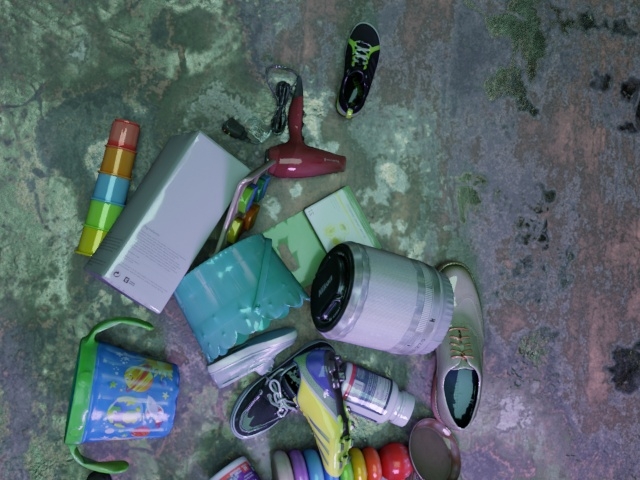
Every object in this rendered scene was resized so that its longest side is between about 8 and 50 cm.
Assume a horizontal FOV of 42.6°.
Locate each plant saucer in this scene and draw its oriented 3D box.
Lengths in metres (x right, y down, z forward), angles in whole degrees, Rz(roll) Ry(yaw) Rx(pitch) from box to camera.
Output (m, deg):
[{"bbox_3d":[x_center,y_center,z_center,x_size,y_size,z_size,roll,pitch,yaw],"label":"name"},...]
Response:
[{"bbox_3d":[0.264,0.506,1.939,0.168,0.029,0.169,20,54,-31],"label":"plant saucer"}]

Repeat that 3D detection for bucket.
[{"bbox_3d":[-0.178,0.122,1.802,0.281,0.281,0.183,-32,86,-5],"label":"bucket"}]

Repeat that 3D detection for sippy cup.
[{"bbox_3d":[-0.433,0.341,1.812,0.224,0.240,0.306,9,129,-17],"label":"sippy cup"}]

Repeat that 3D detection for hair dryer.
[{"bbox_3d":[-0.059,-0.250,1.898,0.293,0.080,0.224,42,86,-6],"label":"hair dryer"}]

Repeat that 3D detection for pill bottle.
[{"bbox_3d":[-0.163,0.601,1.869,0.108,0.108,0.193,-37,77,-4],"label":"pill bottle"},{"bbox_3d":[0.123,0.365,1.920,0.180,0.108,0.108,24,89,-6],"label":"pill bottle"}]

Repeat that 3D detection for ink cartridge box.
[{"bbox_3d":[0.000,0.000,1.925,0.235,0.056,0.171,-29,95,-7],"label":"ink cartridge box"}]

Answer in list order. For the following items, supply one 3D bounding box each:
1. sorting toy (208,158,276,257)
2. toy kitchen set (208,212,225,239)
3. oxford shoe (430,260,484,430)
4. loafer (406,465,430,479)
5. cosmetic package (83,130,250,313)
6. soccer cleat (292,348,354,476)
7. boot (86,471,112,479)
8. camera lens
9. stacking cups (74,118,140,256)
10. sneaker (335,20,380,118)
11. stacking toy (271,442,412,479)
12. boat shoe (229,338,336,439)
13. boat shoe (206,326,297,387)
[{"bbox_3d":[-0.164,-0.070,1.804,0.038,0.193,0.208,28,113,5],"label":"sorting toy"},{"bbox_3d":[-0.259,-0.039,1.906,0.083,0.075,0.068,-3,96,-46],"label":"toy kitchen set"},{"bbox_3d":[0.331,0.247,1.918,0.140,0.146,0.397,-4,90,-4],"label":"oxford shoe"},{"bbox_3d":[0.230,0.596,1.969,0.056,0.050,0.148,10,106,-12],"label":"loafer"},{"bbox_3d":[-0.333,-0.045,1.772,0.155,0.197,0.366,38,77,-24],"label":"cosmetic package"},{"bbox_3d":[0.002,0.384,1.834,0.121,0.093,0.289,-5,96,20],"label":"soccer cleat"},{"bbox_3d":[-0.515,0.648,1.829,0.083,0.161,0.247,2,91,-6],"label":"boot"},{"bbox_3d":[0.130,0.132,1.835,0.274,0.219,0.219,15,90,-23],"label":"camera lens"},{"bbox_3d":[-0.471,-0.114,1.861,0.096,0.096,0.316,14,85,-6],"label":"stacking cups"},{"bbox_3d":[0.095,-0.394,1.901,0.084,0.097,0.235,10,90,-7],"label":"sneaker"},{"bbox_3d":[0.057,0.532,1.916,0.330,0.141,0.141,-8,92,-13],"label":"stacking toy"},{"bbox_3d":[-0.084,0.351,1.897,0.306,0.105,0.113,-36,95,-4],"label":"boat shoe"},{"bbox_3d":[-0.150,0.275,1.908,0.227,0.079,0.081,-24,101,1],"label":"boat shoe"}]
